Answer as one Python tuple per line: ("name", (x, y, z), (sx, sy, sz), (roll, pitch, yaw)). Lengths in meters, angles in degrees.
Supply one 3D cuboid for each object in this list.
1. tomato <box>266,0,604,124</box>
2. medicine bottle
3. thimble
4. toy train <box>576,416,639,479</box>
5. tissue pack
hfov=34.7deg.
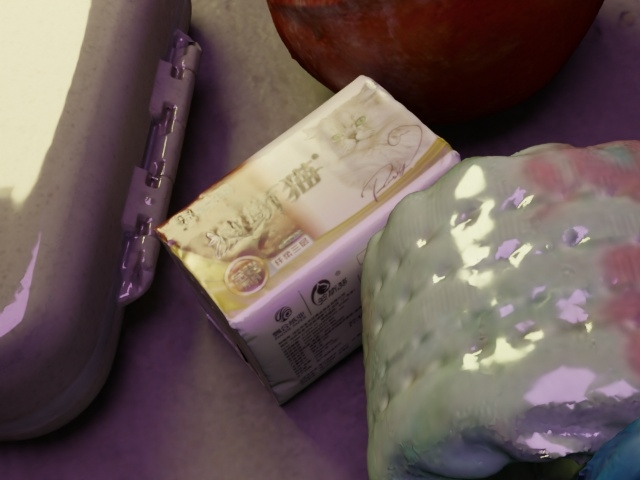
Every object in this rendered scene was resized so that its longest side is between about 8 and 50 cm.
("tomato", (0.083, -0.150, 0.636), (0.200, 0.139, 0.233), (-37, 24, -19))
("medicine bottle", (-0.229, -0.060, 0.655), (0.282, 0.123, 0.375), (-1, 59, 13))
("thimble", (0.125, 0.052, 0.465), (0.211, 0.185, 0.149), (-22, 51, 28))
("toy train", (0.088, 0.195, 0.345), (0.300, 0.265, 0.188), (-16, 45, 4))
("tissue pack", (-0.001, -0.001, 0.578), (0.148, 0.106, 0.099), (-37, 57, -11))
